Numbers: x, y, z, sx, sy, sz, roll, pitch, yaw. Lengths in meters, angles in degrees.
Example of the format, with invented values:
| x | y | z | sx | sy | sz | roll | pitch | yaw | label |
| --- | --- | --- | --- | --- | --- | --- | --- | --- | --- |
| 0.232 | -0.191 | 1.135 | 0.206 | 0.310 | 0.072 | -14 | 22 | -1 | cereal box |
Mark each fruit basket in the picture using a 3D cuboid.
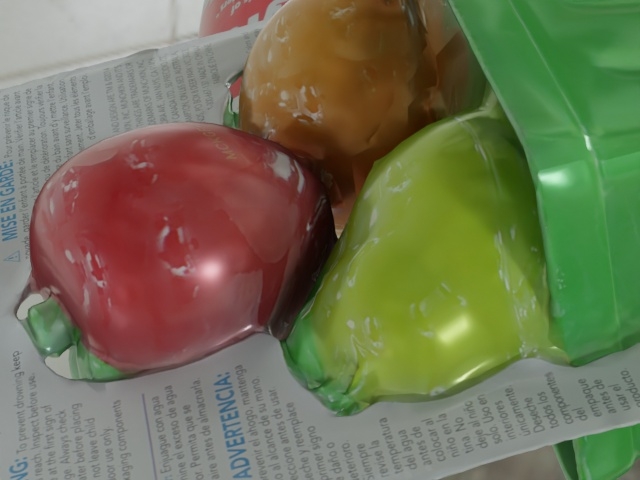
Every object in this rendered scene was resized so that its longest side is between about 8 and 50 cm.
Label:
| x | y | z | sx | sy | sz | roll | pitch | yaw | label |
| --- | --- | --- | --- | --- | --- | --- | --- | --- | --- |
| 0.000 | 0.000 | 0.704 | 0.353 | 0.327 | 0.165 | -20 | 125 | 1 | fruit basket |

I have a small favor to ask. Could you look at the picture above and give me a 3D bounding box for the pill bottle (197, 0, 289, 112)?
| x | y | z | sx | sy | sz | roll | pitch | yaw | label |
| --- | --- | --- | --- | --- | --- | --- | --- | --- | --- |
| 0.008 | -0.053 | 1.379 | 0.407 | 0.229 | 0.229 | -88 | 161 | -46 | pill bottle |
